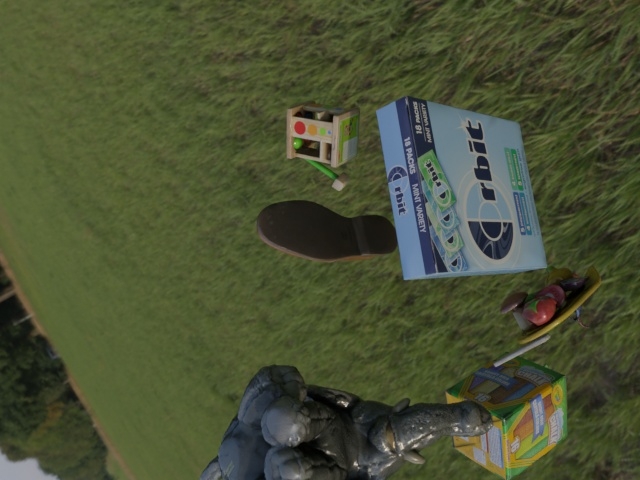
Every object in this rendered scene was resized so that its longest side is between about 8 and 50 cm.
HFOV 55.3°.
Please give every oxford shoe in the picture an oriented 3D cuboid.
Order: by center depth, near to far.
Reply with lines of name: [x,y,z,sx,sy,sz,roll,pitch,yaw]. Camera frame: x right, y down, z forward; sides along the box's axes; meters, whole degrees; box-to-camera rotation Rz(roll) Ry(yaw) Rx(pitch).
oxford shoe: [0.000,0.000,0.788,0.076,0.212,0.076,-24,64,47]

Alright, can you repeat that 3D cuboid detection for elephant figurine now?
elephant figurine: [0.028,0.222,0.658,0.186,0.239,0.170,28,107,52]

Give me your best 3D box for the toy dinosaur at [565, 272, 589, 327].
toy dinosaur: [0.454,0.103,1.103,0.090,0.082,0.047,28,169,-33]

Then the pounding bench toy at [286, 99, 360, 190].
pounding bench toy: [-0.001,-0.097,0.636,0.065,0.052,0.083,14,117,25]

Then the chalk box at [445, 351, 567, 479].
chalk box: [0.348,0.295,1.082,0.132,0.213,0.133,18,125,55]

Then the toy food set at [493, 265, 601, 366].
toy food set: [0.345,0.094,0.955,0.071,0.217,0.128,52,147,9]

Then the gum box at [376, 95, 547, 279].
gum box: [0.140,-0.045,0.585,0.041,0.184,0.157,-17,78,46]
